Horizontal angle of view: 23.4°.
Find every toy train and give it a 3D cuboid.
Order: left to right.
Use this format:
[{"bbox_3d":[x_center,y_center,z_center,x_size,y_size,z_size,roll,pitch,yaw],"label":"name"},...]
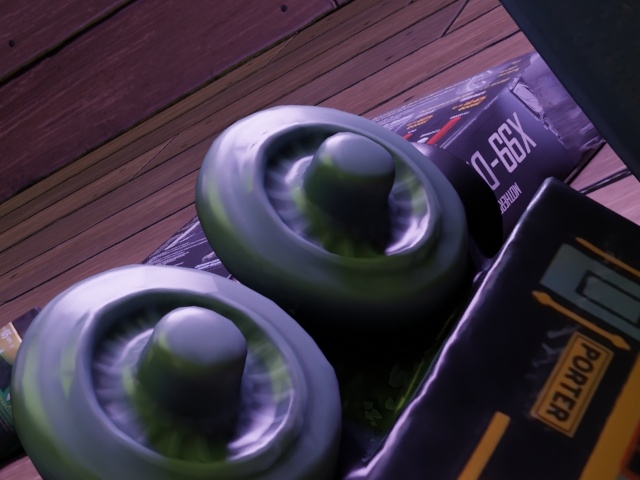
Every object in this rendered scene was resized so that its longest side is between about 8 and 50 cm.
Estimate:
[{"bbox_3d":[0.004,0.096,0.375,0.334,0.190,0.142,-52,-12,-47],"label":"toy train"}]

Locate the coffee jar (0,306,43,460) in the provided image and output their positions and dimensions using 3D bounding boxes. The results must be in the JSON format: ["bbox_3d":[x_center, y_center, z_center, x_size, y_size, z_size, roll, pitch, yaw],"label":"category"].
[{"bbox_3d":[-0.252,0.125,1.132,0.184,0.079,0.096,-35,13,-11],"label":"coffee jar"}]

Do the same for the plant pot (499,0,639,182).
[{"bbox_3d":[0.201,-0.106,0.501,0.247,0.252,0.248,-27,13,22],"label":"plant pot"}]

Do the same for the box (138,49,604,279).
[{"bbox_3d":[0.000,0.000,0.997,0.307,0.076,0.242,-19,18,47],"label":"box"}]
